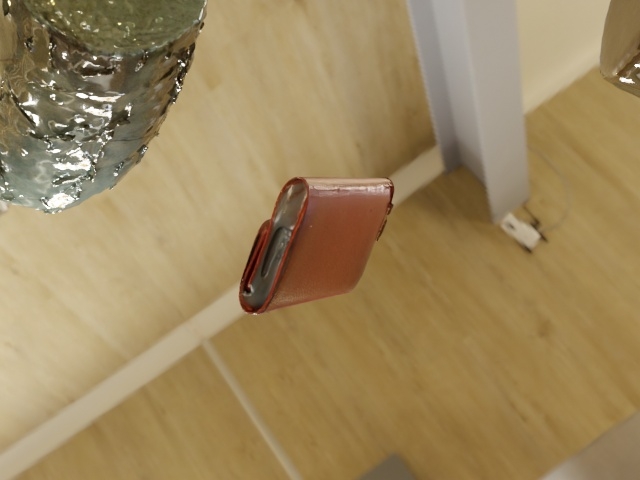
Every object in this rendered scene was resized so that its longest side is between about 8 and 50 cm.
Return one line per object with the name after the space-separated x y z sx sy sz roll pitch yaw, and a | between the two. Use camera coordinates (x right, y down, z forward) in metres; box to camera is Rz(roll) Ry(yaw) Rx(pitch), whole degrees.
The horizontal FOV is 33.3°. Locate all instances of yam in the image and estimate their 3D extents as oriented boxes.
-0.248 -0.193 1.093 0.241 0.241 0.348 -21 -10 -30 | yam

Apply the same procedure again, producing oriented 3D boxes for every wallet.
0.000 0.000 1.088 0.204 0.045 0.142 -7 -58 -63 | wallet

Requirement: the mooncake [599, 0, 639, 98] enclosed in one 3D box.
0.358 -0.231 0.894 0.290 0.161 0.290 -156 90 -90 | mooncake
